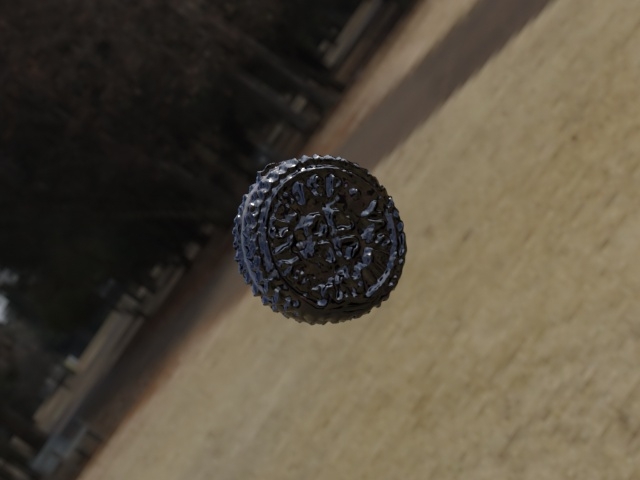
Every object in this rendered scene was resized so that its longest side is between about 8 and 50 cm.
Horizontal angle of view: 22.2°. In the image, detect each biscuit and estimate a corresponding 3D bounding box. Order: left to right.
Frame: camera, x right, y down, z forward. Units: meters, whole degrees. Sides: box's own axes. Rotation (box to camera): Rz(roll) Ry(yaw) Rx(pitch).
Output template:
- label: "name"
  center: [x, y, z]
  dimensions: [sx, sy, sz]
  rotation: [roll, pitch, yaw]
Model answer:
- label: "biscuit"
  center: [0.000, 0.000, 1.745]
  dimensions: [0.194, 0.194, 0.053]
  rotation: [-58, 10, -23]
